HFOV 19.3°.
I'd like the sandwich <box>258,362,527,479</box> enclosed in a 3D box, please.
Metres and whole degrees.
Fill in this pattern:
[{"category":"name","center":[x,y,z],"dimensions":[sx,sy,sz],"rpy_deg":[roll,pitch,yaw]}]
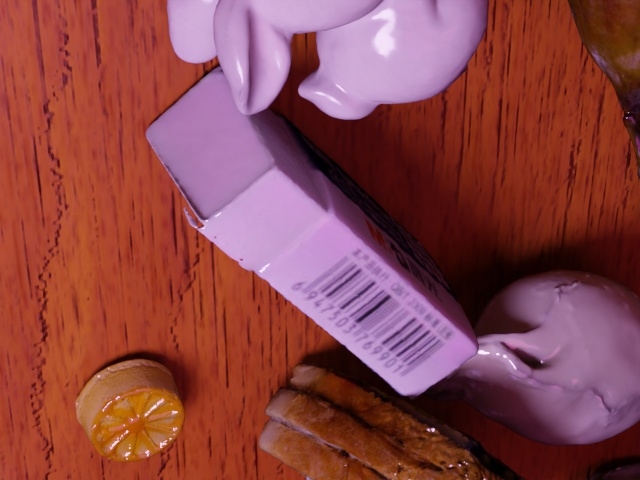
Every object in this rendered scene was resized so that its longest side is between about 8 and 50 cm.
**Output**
[{"category":"sandwich","center":[0.093,0.209,1.539],"dimensions":[0.273,0.249,0.095],"rpy_deg":[39,81,-44]}]

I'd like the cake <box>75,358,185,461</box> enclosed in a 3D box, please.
[{"category":"cake","center":[-0.148,0.133,1.477],"dimensions":[0.084,0.044,0.084],"rpy_deg":[-14,129,-18]}]

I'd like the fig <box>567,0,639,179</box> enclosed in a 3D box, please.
[{"category":"fig","center":[0.246,-0.177,1.380],"dimensions":[0.170,0.145,0.274],"rpy_deg":[-6,112,-25]}]

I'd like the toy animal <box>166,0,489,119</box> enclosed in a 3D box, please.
[{"category":"toy animal","center":[0.008,-0.164,1.279],"dimensions":[0.193,0.127,0.178],"rpy_deg":[10,120,-38]}]

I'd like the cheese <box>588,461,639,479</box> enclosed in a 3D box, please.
[{"category":"cheese","center":[0.305,0.318,1.851],"dimensions":[0.175,0.091,0.202],"rpy_deg":[5,121,-31]}]

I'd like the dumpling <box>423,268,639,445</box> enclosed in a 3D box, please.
[{"category":"dumpling","center":[0.186,0.105,1.588],"dimensions":[0.258,0.147,0.193],"rpy_deg":[2,164,-44]}]

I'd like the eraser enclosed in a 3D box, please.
[{"category":"eraser","center":[0.000,0.000,1.402],"dimensions":[0.086,0.130,0.287],"rpy_deg":[-40,135,9]}]
